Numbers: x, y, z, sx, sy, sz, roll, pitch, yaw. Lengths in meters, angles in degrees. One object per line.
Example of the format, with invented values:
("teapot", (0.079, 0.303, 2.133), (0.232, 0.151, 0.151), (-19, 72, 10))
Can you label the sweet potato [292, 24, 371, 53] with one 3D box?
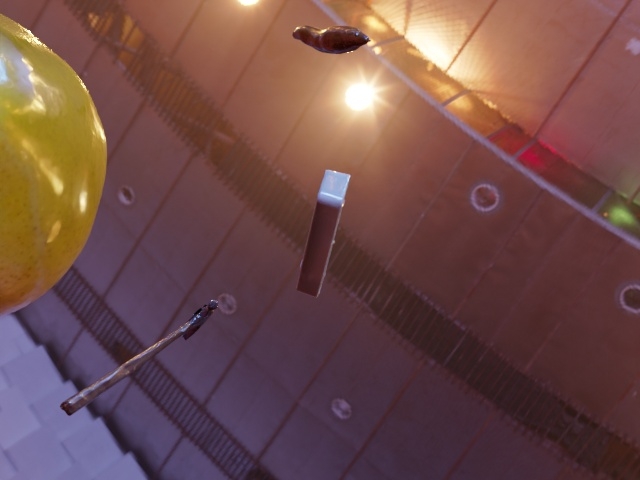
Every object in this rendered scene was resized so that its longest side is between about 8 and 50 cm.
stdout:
("sweet potato", (0.019, -0.395, 1.537), (0.265, 0.057, 0.057), (21, -55, 56))

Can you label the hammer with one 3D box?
("hammer", (-0.291, 0.190, 1.274), (0.027, 0.297, 0.125), (50, -38, 6))

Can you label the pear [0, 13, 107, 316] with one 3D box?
("pear", (-0.419, -0.091, 0.883), (0.362, 0.362, 0.418), (46, -28, 8))

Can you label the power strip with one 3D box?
("power strip", (0.001, 0.000, 1.730), (0.062, 0.091, 0.385), (16, -38, 2))
